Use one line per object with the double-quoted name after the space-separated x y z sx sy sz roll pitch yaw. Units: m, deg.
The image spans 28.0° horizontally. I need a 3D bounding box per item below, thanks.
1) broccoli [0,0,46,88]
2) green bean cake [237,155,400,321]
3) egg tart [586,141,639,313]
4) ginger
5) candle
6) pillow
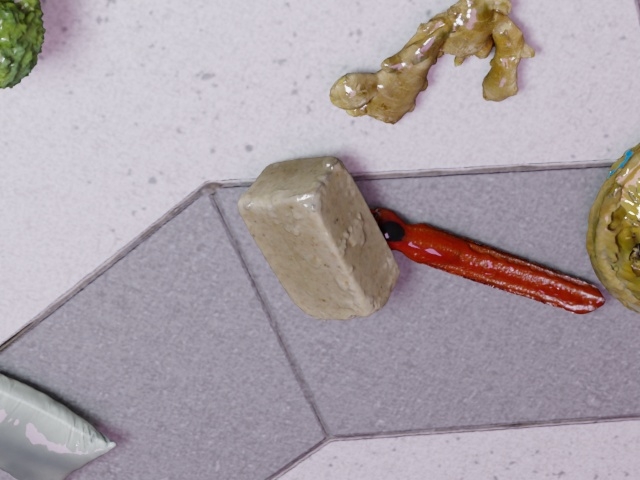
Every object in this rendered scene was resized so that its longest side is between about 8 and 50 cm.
-0.368 -0.289 1.145 0.254 0.186 0.302 20 127 29 "broccoli"
0.000 0.000 1.390 0.109 0.085 0.179 -1 130 36 "green bean cake"
0.442 -0.012 1.444 0.291 0.107 0.291 -3 123 -5 "egg tart"
0.119 -0.188 1.331 0.193 0.052 0.176 10 121 -22 "ginger"
0.184 0.027 1.470 0.329 0.051 0.048 18 121 -17 "candle"
-0.385 0.219 1.510 0.254 0.078 0.144 31 124 -22 "pillow"
